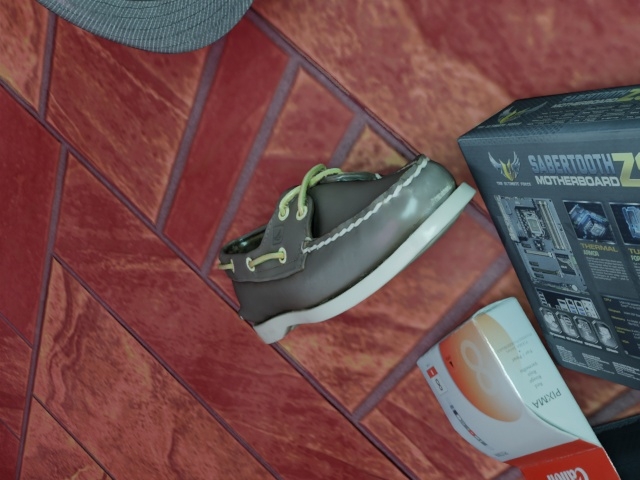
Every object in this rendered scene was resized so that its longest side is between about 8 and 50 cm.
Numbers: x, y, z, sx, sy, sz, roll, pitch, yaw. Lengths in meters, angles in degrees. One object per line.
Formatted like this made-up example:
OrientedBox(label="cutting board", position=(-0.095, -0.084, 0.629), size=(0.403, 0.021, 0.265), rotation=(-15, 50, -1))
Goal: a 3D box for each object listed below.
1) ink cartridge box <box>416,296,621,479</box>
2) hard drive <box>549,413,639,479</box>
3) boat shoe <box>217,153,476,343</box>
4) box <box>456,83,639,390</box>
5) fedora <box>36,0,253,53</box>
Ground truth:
OrientedBox(label="ink cartridge box", position=(0.147, 0.146, 0.628), size=(0.179, 0.045, 0.145), rotation=(65, 162, 15))
OrientedBox(label="hard drive", position=(0.297, 0.243, 0.619), size=(0.255, 0.054, 0.172), rotation=(50, 142, -1))
OrientedBox(label="boat shoe", position=(0.000, 0.000, 0.652), size=(0.097, 0.116, 0.324), rotation=(52, 153, -2))
OrientedBox(label="box", position=(0.195, 0.006, 0.466), size=(0.183, 0.059, 0.232), rotation=(62, 159, -16))
OrientedBox(label="fedora", position=(-0.121, -0.262, 0.541), size=(0.275, 0.124, 0.244), rotation=(23, 130, 13))
